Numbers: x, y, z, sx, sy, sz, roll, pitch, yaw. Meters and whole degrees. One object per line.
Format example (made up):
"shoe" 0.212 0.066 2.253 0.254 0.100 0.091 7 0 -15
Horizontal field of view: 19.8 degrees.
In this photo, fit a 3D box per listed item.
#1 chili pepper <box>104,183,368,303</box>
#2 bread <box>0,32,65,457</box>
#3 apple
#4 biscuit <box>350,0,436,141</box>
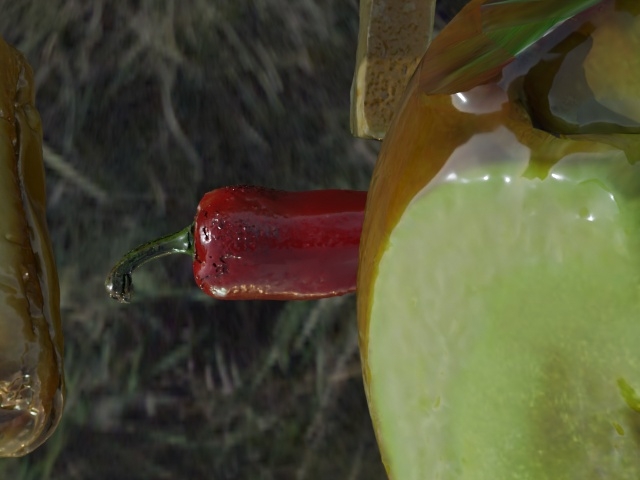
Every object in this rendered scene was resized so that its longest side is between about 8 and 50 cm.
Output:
"chili pepper" 0.000 0.000 1.646 0.387 0.110 0.110 -2 108 -6
"bread" -0.108 -0.002 0.494 0.074 0.132 0.053 -10 146 -6
"apple" 0.191 0.037 0.809 0.374 0.384 0.374 -4 116 -9
"biscuit" 0.051 -0.162 1.313 0.052 0.056 0.188 7 85 -15
